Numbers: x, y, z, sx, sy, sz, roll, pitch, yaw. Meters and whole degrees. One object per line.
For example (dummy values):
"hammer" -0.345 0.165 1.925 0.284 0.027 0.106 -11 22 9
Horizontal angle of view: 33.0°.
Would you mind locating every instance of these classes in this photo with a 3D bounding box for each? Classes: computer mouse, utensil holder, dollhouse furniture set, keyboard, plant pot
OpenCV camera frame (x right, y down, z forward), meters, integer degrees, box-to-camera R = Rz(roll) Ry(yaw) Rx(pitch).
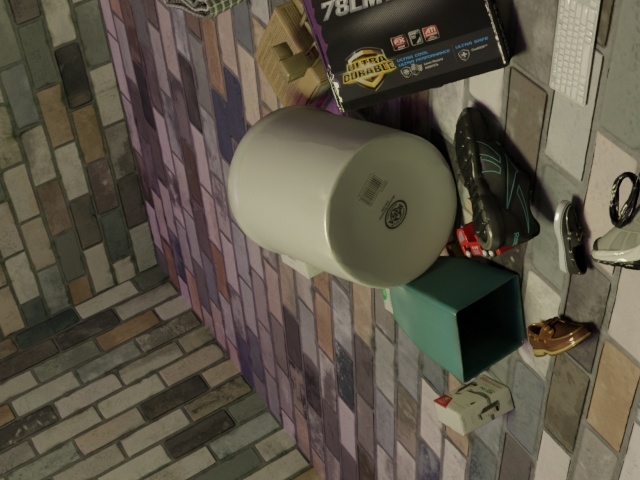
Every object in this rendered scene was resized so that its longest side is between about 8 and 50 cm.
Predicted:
"computer mouse" 0.462 -0.109 1.487 0.242 0.041 0.071 110 146 -45
"utensil holder" 0.043 -0.091 2.180 0.385 0.328 0.327 23 135 56
"dollhouse furniture set" -0.042 -0.439 2.181 0.181 0.161 0.101 58 159 10
"keyboard" 0.371 -0.310 1.564 0.072 0.014 0.256 46 154 38
"plant pot" 0.251 0.131 2.112 0.234 0.165 0.165 26 136 48

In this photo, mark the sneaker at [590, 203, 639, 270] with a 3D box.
"sneaker" 0.482 -0.011 1.573 0.271 0.100 0.107 151 126 -76

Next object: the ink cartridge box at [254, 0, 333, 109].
"ink cartridge box" -0.044 -0.388 2.350 0.193 0.088 0.234 59 158 7

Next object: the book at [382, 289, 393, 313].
"book" 0.190 0.137 2.509 0.144 0.035 0.096 32 139 57

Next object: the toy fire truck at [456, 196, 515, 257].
"toy fire truck" 0.303 -0.038 2.002 0.135 0.047 0.192 67 160 -7

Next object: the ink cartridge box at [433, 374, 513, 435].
"ink cartridge box" 0.324 0.347 2.288 0.099 0.135 0.056 21 131 60

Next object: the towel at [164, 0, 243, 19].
"towel" -0.208 -0.573 2.319 0.284 0.235 0.121 29 146 57

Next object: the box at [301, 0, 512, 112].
"box" 0.125 -0.383 1.727 0.073 0.296 0.293 -58 -48 -62

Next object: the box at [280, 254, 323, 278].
"box" 0.000 0.000 2.592 0.130 0.171 0.091 33 142 53

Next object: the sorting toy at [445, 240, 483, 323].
"sorting toy" 0.275 0.116 2.278 0.229 0.041 0.307 41 144 39

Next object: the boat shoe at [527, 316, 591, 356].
"boat shoe" 0.422 0.170 1.945 0.060 0.064 0.178 61 162 1

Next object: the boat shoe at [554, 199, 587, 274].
"boat shoe" 0.417 -0.004 1.784 0.040 0.049 0.142 16 134 38

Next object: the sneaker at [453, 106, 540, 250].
"sneaker" 0.301 -0.109 1.870 0.101 0.106 0.267 108 152 -69
